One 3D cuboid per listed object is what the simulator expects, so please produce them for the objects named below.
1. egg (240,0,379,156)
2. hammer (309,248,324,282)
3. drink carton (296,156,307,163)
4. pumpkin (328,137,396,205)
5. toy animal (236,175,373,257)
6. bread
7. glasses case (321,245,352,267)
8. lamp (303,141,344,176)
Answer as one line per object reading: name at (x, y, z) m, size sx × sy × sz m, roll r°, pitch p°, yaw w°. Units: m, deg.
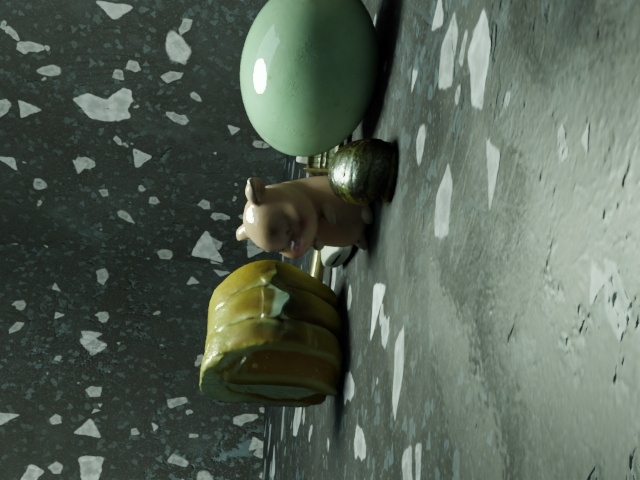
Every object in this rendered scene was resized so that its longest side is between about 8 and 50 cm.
egg at (-0.022, -0.339, 1.743) m, size 0.389 × 0.275 × 0.276 m, roll 107°, pitch 167°, yaw -45°
hammer at (0.000, 0.000, 2.158) m, size 0.168 × 0.044 × 0.440 m, roll 132°, pitch 147°, yaw -79°
drink carton at (-0.003, -0.329, 2.346) m, size 0.134 × 0.101 × 0.223 m, roll 111°, pitch 163°, yaw -74°
pumpkin at (0.069, -0.121, 1.539) m, size 0.183 × 0.107 × 0.119 m, roll 173°, pitch 108°, yaw -82°
toy animal at (-0.028, -0.050, 1.659) m, size 0.154 × 0.250 × 0.167 m, roll -121°, pitch 34°, yaw -52°
bread at (-0.094, 0.177, 1.878) m, size 0.341 × 0.300 × 0.210 m, roll -85°, pitch 7°, yaw -50°
glasses case at (0.037, -0.001, 1.882) m, size 0.233 × 0.059 × 0.092 m, roll 117°, pitch 160°, yaw -74°
lamp at (0.023, -0.316, 2.068) m, size 0.090 × 0.089 × 0.326 m, roll 15°, pitch -100°, yaw -80°
